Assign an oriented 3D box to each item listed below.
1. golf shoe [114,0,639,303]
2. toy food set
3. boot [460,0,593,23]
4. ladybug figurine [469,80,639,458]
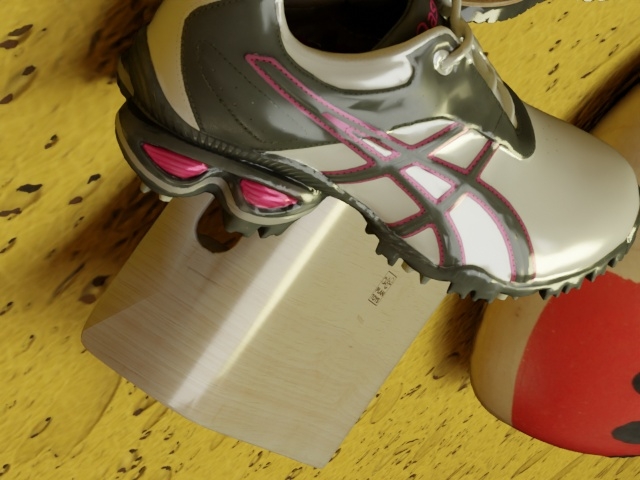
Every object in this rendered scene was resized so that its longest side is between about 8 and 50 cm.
[{"bbox_3d":[0.048,-0.051,0.828,0.272,0.105,0.120,12,132,-30],"label":"golf shoe"},{"bbox_3d":[0.000,0.000,1.034,0.220,0.092,0.306,-55,160,0],"label":"toy food set"},{"bbox_3d":[0.096,-0.181,0.880,0.198,0.077,0.137,-16,130,-38],"label":"boot"},{"bbox_3d":[0.262,0.030,1.425,0.305,0.162,0.449,-34,158,-23],"label":"ladybug figurine"}]
